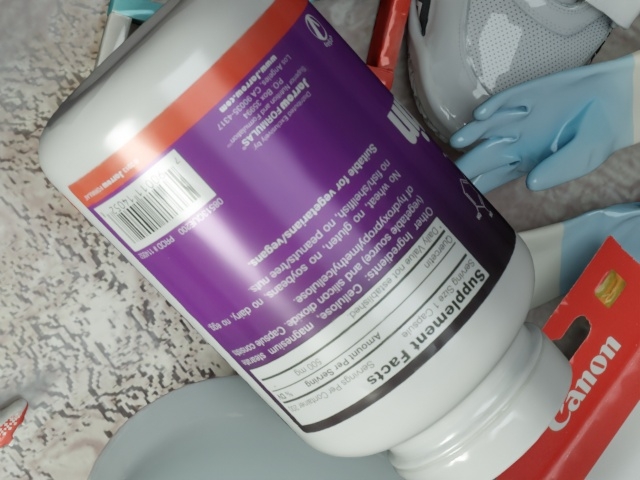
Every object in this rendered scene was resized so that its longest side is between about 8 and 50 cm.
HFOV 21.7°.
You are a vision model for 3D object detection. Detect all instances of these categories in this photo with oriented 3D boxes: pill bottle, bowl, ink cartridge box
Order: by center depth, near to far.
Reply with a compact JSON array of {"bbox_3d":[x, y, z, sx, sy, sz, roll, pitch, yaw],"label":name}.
[{"bbox_3d":[0.000,0.000,0.987,0.181,0.181,0.323,-46,103,-11],"label":"pill bottle"},{"bbox_3d":[-0.022,0.236,1.009,0.298,0.298,0.134,17,131,-15],"label":"bowl"},{"bbox_3d":[0.224,0.133,1.125,0.225,0.056,0.181,42,80,-30],"label":"ink cartridge box"}]

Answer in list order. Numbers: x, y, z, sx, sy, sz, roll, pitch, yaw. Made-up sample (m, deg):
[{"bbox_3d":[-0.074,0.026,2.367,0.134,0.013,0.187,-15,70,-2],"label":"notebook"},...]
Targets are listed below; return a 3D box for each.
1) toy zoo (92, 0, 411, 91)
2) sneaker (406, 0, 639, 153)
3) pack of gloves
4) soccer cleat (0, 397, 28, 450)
[{"bbox_3d":[-0.044,-0.131,1.082,0.192,0.030,0.293,14,87,-16],"label":"toy zoo"},{"bbox_3d":[0.188,-0.223,1.054,0.137,0.210,0.366,32,82,-14],"label":"sneaker"},{"bbox_3d":[0.188,-0.028,1.093,0.232,0.046,0.195,-18,129,-16],"label":"pack of gloves"},{"bbox_3d":[-0.218,0.125,1.037,0.083,0.029,0.035,-45,106,-6],"label":"soccer cleat"}]
